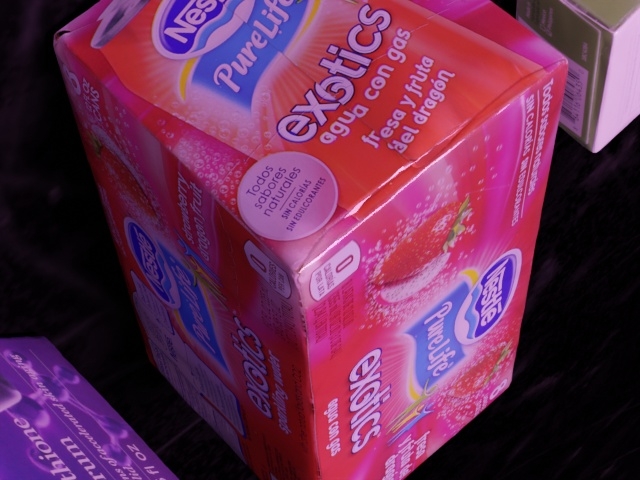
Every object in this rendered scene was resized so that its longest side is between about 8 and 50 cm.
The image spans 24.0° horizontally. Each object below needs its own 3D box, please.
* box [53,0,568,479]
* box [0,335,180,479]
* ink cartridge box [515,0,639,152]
[{"bbox_3d":[0.000,0.000,0.592,0.122,0.128,0.257,-39,155,-18],"label":"box"},{"bbox_3d":[-0.141,0.122,0.515,0.108,0.153,0.207,-55,157,17],"label":"box"},{"bbox_3d":[0.191,-0.151,0.763,0.209,0.062,0.109,-41,156,-15],"label":"ink cartridge box"}]
